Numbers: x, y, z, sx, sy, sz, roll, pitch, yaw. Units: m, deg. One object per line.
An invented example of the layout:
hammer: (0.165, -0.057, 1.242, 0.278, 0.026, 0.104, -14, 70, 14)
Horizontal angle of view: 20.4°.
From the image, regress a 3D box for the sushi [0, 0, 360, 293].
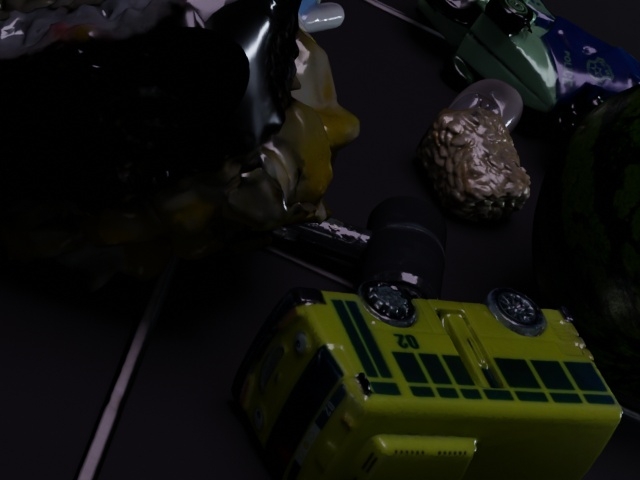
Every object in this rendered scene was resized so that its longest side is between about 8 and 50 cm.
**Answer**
sushi: (-0.146, -0.110, 1.370, 0.329, 0.285, 0.328, -14, 33, 5)

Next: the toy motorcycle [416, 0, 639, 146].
toy motorcycle: (0.243, -0.192, 1.880, 0.196, 0.125, 0.331, -12, 55, -47)

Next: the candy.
candy: (0.147, -0.071, 1.688, 0.095, 0.085, 0.110, -1, 55, -25)

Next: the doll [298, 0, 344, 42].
doll: (-0.052, -0.210, 1.700, 0.135, 0.099, 0.241, 38, 28, -30)

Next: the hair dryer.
hair dryer: (0.000, 0.000, 1.500, 0.219, 0.071, 0.124, 19, 35, -3)

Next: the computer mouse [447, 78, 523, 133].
computer mouse: (0.161, -0.127, 1.771, 0.066, 0.039, 0.096, 36, 56, 20)

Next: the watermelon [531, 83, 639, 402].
watermelon: (0.322, 0.006, 1.524, 0.285, 0.285, 0.285, 20, 35, -14)

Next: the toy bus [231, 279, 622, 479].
toy bus: (0.081, 0.122, 1.338, 0.262, 0.128, 0.150, 5, 41, -32)
